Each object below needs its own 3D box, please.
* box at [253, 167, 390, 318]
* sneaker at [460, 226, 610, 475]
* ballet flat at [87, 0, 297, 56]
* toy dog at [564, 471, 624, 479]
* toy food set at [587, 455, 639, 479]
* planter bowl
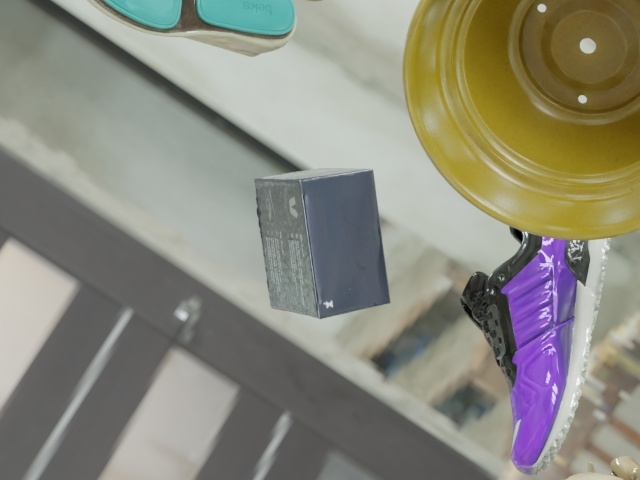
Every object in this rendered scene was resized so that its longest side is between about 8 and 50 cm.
[{"bbox_3d":[0.000,0.000,1.922,0.158,0.093,0.156,-173,74,-69],"label":"box"},{"bbox_3d":[0.215,0.100,1.804,0.102,0.146,0.293,77,-153,-72],"label":"sneaker"},{"bbox_3d":[-0.141,-0.227,1.625,0.086,0.248,0.086,-28,55,50],"label":"ballet flat"},{"bbox_3d":[0.195,0.324,1.210,0.220,0.161,0.334,-40,51,56],"label":"toy dog"},{"bbox_3d":[0.256,0.211,1.334,0.122,0.019,0.078,7,101,61],"label":"toy food set"},{"bbox_3d":[0.169,-0.116,1.121,0.217,0.217,0.090,-51,1,32],"label":"planter bowl"}]
